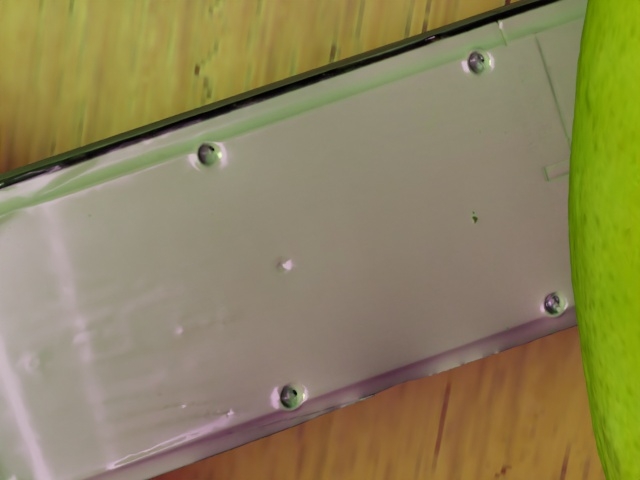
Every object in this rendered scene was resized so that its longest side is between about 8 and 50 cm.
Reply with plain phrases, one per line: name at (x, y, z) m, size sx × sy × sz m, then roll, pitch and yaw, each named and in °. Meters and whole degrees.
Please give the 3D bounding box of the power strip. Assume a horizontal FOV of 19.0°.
power strip at (0.000, 0.000, 0.632) m, size 0.278 × 0.037 × 0.109 m, roll -19°, pitch 98°, yaw -5°

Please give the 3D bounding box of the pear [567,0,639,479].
pear at (0.186, -0.027, 0.515) m, size 0.252 × 0.253 × 0.307 m, roll 20°, pitch 106°, yaw 9°
